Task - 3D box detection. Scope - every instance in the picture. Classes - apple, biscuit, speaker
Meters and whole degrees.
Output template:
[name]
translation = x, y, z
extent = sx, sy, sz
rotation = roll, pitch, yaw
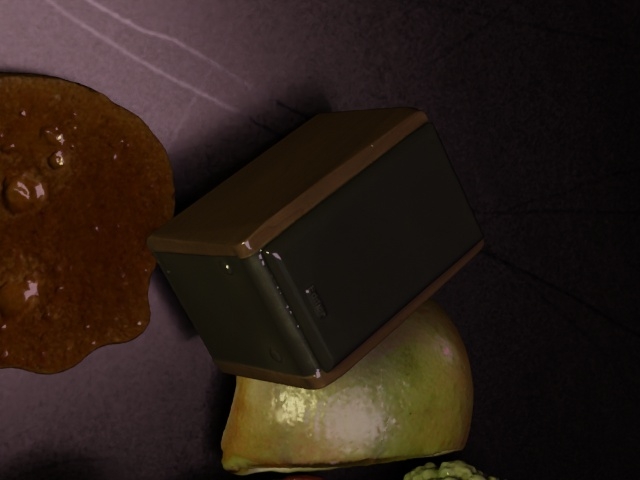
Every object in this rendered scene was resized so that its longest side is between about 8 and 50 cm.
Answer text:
[apple]
translation = 0.042, 0.130, 1.265
extent = 0.265, 0.120, 0.193
rotation = 0, 88, -24
[biscuit]
translation = -0.248, -0.016, 1.111
extent = 0.273, 0.049, 0.257
rotation = 9, 84, -38
[speaker]
translation = 0.000, 0.000, 1.164
extent = 0.231, 0.192, 0.153
rotation = -38, 112, -28

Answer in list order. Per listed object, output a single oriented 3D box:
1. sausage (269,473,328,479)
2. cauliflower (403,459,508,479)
[sausage]
translation = -0.076, 0.322, 1.231
extent = 0.280, 0.152, 0.152
rotation = -26, 109, -17
[cauliflower]
translation = 0.180, 0.369, 1.292
extent = 0.281, 0.260, 0.327
rotation = 2, 62, -40
